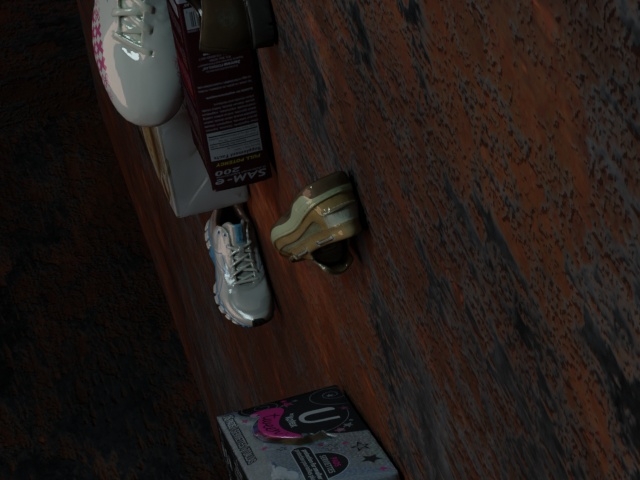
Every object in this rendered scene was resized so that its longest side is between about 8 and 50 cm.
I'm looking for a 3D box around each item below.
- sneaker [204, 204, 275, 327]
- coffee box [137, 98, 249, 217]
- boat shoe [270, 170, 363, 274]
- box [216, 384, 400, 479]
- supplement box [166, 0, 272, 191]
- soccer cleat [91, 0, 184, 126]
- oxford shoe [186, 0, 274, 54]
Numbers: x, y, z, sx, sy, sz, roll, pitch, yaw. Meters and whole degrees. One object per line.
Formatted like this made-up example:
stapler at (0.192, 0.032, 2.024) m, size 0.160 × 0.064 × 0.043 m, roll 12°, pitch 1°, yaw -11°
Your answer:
sneaker at (-0.105, 0.020, 2.291) m, size 0.083 × 0.071 × 0.191 m, roll 98°, pitch 156°, yaw -53°
coffee box at (-0.174, -0.150, 2.324) m, size 0.246 × 0.098 × 0.141 m, roll -121°, pitch 19°, yaw -59°
boat shoe at (0.000, 0.000, 1.655) m, size 0.072 × 0.068 × 0.190 m, roll 62°, pitch 168°, yaw 9°
box at (-0.002, 0.269, 1.842) m, size 0.247 × 0.142 × 0.163 m, roll -134°, pitch 31°, yaw -69°
supplement box at (-0.114, -0.189, 1.988) m, size 0.130 × 0.073 × 0.239 m, roll -116°, pitch 15°, yaw -57°
soccer cleat at (-0.207, -0.296, 2.051) m, size 0.143 × 0.116 × 0.331 m, roll 45°, pitch -137°, yaw -85°
oxford shoe at (-0.117, -0.290, 1.789) m, size 0.083 × 0.096 × 0.227 m, roll 107°, pitch 149°, yaw -76°
